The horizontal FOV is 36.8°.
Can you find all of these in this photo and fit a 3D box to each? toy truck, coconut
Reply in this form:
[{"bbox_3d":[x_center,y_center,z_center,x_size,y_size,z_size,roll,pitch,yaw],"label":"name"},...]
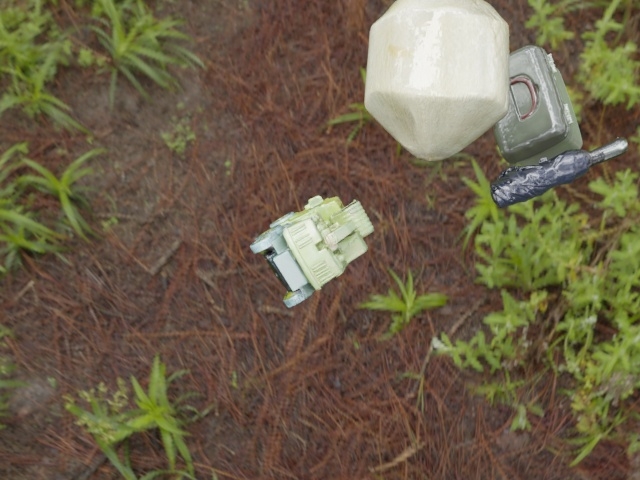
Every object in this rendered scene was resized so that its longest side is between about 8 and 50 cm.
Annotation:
[{"bbox_3d":[0.000,0.000,1.092,0.116,0.191,0.085,-28,96,12],"label":"toy truck"},{"bbox_3d":[0.189,-0.260,1.565,0.238,0.237,0.265,-1,91,7],"label":"coconut"}]

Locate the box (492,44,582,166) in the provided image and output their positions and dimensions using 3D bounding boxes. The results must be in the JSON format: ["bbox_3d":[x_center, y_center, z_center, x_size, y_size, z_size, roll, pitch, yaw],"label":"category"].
[{"bbox_3d":[0.396,-0.246,1.803,0.148,0.129,0.210,-25,63,30],"label":"box"}]

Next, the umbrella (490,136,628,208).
[{"bbox_3d":[0.405,-0.124,1.636,0.248,0.071,0.070,-23,65,6],"label":"umbrella"}]
